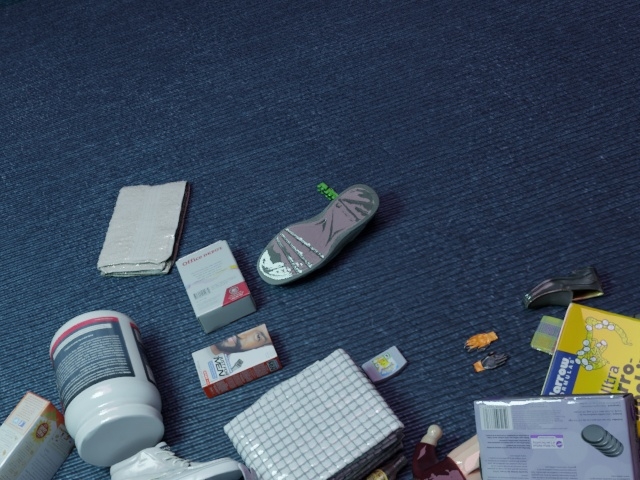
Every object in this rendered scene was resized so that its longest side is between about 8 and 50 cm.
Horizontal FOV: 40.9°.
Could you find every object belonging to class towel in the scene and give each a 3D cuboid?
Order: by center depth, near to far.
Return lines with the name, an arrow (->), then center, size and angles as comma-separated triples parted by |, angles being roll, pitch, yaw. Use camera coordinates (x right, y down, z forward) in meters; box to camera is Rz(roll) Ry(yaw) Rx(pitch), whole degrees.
towel -> -0.006, 0.368, 1.624 | 0.283, 0.121, 0.235 | -34, 50, -12
towel -> 0.460, 0.190, 1.720 | 0.060, 0.009, 0.083 | 15, 56, 25
towel -> -0.429, -0.033, 2.095 | 0.187, 0.049, 0.282 | -4, 51, 10

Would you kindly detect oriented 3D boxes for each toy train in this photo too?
toy train -> 0.024, -0.113, 2.069 | 0.023, 0.017, 0.083 | -31, 50, -25

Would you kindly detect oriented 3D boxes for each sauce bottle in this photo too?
sauce bottle -> 0.108, 0.443, 1.582 | 0.128, 0.042, 0.042 | -40, 54, -19

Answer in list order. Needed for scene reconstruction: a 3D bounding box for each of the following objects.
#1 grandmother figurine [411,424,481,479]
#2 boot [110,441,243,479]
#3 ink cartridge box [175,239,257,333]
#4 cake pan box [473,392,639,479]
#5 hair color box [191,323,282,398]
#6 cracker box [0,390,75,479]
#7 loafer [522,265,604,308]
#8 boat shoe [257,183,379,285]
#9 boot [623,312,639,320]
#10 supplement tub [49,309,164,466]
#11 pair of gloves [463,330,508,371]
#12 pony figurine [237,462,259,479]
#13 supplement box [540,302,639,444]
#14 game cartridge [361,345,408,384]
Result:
grandmother figurine -> 0.245, 0.418, 1.532 | 0.342, 0.104, 0.208 | -29, 46, -13
boot -> -0.283, 0.438, 1.645 | 0.258, 0.095, 0.123 | -20, 57, -1
ink cartridge box -> -0.233, 0.101, 1.921 | 0.127, 0.072, 0.175 | -24, 50, -6
cake pan box -> 0.383, 0.375, 1.397 | 0.266, 0.070, 0.246 | -10, 82, 31
hair color box -> -0.175, 0.252, 1.799 | 0.167, 0.053, 0.093 | -22, 49, -6
cracker box -> -0.591, 0.436, 1.685 | 0.067, 0.156, 0.232 | 17, 57, 25
loafer -> 0.495, 0.107, 1.747 | 0.170, 0.062, 0.061 | -22, 55, -2
boat shoe -> -0.001, -0.003, 1.944 | 0.320, 0.103, 0.118 | -39, 72, -11
boot -> 0.654, 0.228, 1.613 | 0.161, 0.083, 0.247 | -22, 49, 11
supplement tub -> -0.431, 0.295, 1.737 | 0.191, 0.191, 0.272 | -24, 50, -6
pair of gloves -> 0.332, 0.222, 1.725 | 0.074, 0.010, 0.083 | -20, 51, -3
pony figurine -> -0.192, 0.576, 1.394 | 0.363, 0.302, 0.351 | 26, 100, 44
supplement box -> 0.585, 0.261, 1.456 | 0.356, 0.194, 0.195 | 14, 76, 30
game cartridge -> 0.132, 0.255, 1.745 | 0.083, 0.017, 0.056 | -30, 55, -11
